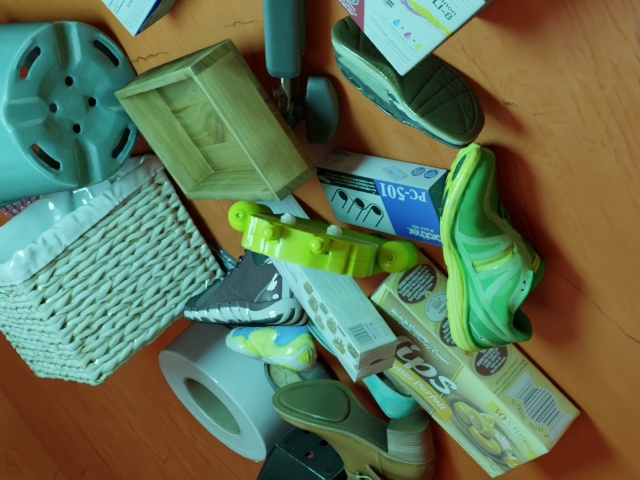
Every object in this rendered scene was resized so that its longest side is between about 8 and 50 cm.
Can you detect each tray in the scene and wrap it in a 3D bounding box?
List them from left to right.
[{"bbox_3d":[-0.157,-0.158,1.707,0.203,0.076,0.411,56,164,-15],"label":"tray"}]

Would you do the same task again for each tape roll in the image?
[{"bbox_3d":[-0.173,0.283,2.307,0.286,0.100,0.286,35,153,21],"label":"tape roll"}]

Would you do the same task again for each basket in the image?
[{"bbox_3d":[-0.400,0.052,2.094,0.328,0.331,0.266,-3,122,57],"label":"basket"}]

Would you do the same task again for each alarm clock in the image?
[{"bbox_3d":[-0.019,0.249,2.113,0.192,0.064,0.129,35,149,28],"label":"alarm clock"}]

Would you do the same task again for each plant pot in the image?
[{"bbox_3d":[-0.483,-0.204,1.938,0.334,0.341,0.341,2,128,43],"label":"plant pot"},{"bbox_3d":[0.000,0.420,2.193,0.187,0.188,0.167,30,135,30],"label":"plant pot"}]

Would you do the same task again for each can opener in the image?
[{"bbox_3d":[-0.027,-0.240,1.532,0.093,0.074,0.280,2,140,8],"label":"can opener"}]

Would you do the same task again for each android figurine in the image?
[{"bbox_3d":[0.000,0.000,1.589,0.248,0.056,0.273,15,-176,16],"label":"android figurine"}]

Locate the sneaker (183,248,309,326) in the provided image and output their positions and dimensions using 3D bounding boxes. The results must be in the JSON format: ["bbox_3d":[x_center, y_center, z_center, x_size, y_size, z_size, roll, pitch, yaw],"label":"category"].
[{"bbox_3d":[-0.112,0.054,1.932,0.281,0.106,0.162,-4,80,48],"label":"sneaker"}]

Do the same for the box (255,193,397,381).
[{"bbox_3d":[0.001,0.060,1.728,0.324,0.067,0.063,53,149,37],"label":"box"}]

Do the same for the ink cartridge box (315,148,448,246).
[{"bbox_3d":[0.090,-0.058,1.605,0.207,0.046,0.097,15,140,44],"label":"ink cartridge box"}]

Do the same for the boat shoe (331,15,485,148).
[{"bbox_3d":[0.100,-0.177,1.419,0.223,0.080,0.073,42,157,21],"label":"boat shoe"}]

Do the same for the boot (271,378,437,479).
[{"bbox_3d":[0.057,0.350,2.043,0.283,0.109,0.220,7,130,13],"label":"boot"}]

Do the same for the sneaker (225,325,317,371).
[{"bbox_3d":[-0.068,0.143,2.017,0.091,0.126,0.240,22,172,-34],"label":"sneaker"}]

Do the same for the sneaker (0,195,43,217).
[{"bbox_3d":[-0.627,-0.173,2.386,0.299,0.121,0.112,61,178,-24],"label":"sneaker"}]

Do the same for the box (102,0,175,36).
[{"bbox_3d":[-0.256,-0.371,1.657,0.137,0.072,0.126,50,151,-3],"label":"box"}]

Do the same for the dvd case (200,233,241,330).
[{"bbox_3d":[-0.159,0.100,2.166,0.164,0.018,0.221,37,150,19],"label":"dvd case"}]

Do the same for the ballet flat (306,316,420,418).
[{"bbox_3d":[0.075,0.166,1.887,0.247,0.083,0.087,49,127,-3],"label":"ballet flat"}]

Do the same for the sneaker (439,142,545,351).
[{"bbox_3d":[0.211,0.006,1.489,0.123,0.109,0.295,-1,126,13],"label":"sneaker"}]

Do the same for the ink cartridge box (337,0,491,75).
[{"bbox_3d":[0.118,-0.276,1.212,0.128,0.127,0.176,49,150,-3],"label":"ink cartridge box"}]

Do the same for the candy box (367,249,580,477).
[{"bbox_3d":[0.192,0.178,1.715,0.316,0.087,0.183,46,151,4],"label":"candy box"}]
